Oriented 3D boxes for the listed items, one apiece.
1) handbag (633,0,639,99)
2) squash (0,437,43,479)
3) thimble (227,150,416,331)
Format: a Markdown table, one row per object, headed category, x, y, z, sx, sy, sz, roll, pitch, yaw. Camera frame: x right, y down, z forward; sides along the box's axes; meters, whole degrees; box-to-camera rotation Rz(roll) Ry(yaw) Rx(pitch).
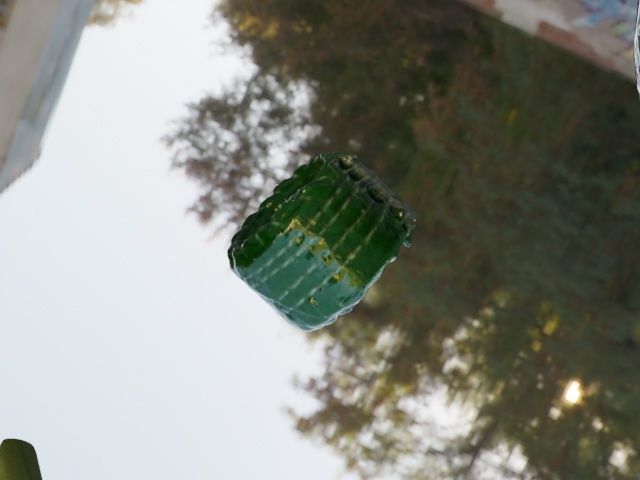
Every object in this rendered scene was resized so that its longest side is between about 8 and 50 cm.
| category | x | y | z | sx | sy | sz | roll | pitch | yaw |
| --- | --- | --- | --- | --- | --- | --- | --- | --- | --- |
| handbag | 0.358 | -0.118 | 0.701 | 0.341 | 0.247 | 0.240 | 4 | -154 | -2 |
| squash | -0.291 | 0.295 | 1.247 | 0.075 | 0.090 | 0.200 | -12 | -132 | -18 |
| thimble | 0.000 | 0.000 | 0.916 | 0.090 | 0.130 | 0.118 | 44 | -148 | -9 |
